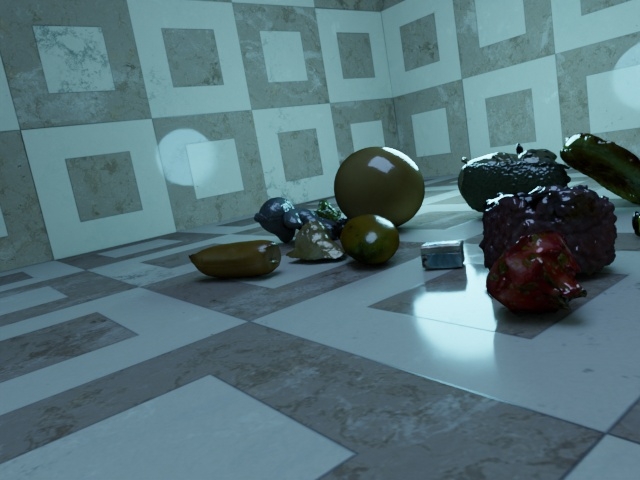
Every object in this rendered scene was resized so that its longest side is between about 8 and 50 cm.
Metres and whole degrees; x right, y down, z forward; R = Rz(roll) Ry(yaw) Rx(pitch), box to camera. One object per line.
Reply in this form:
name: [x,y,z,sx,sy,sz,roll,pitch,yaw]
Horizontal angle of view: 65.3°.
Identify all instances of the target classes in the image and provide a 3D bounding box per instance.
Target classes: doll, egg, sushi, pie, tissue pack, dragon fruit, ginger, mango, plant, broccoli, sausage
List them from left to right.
sausage: [-0.263,0.056,1.428,0.329,0.112,0.112,-5,11,29]
doll: [-0.085,-0.049,1.857,0.341,0.158,0.246,23,13,13]
ginger: [0.003,0.002,1.476,0.193,0.122,0.115,6,-3,41]
broccoli: [0.017,-0.107,2.067,0.132,0.120,0.130,-5,-4,36]
plant: [0.089,-0.015,1.500,0.085,0.087,0.174,-18,-23,12]
mango: [0.136,-0.001,1.331,0.152,0.120,0.221,-15,17,-10]
egg: [0.209,-0.188,1.803,0.301,0.300,0.374,-14,12,-23]
tissue pack: [0.284,0.031,1.162,0.095,0.058,0.074,-5,9,23]
doll: [0.641,-0.200,1.662,0.247,0.247,0.350,-18,22,-40]
dragon fruit: [0.341,0.074,0.766,0.153,0.153,0.110,-12,43,-15]
sushi: [0.452,-0.027,1.010,0.237,0.170,0.270,-10,5,-2]
pie: [0.876,-0.228,1.526,0.288,0.102,0.355,40,15,25]

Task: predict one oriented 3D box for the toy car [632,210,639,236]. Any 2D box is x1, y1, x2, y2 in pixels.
toy car: [0.804,-0.086,1.087,0.248,0.142,0.201,-16,10,-42]
